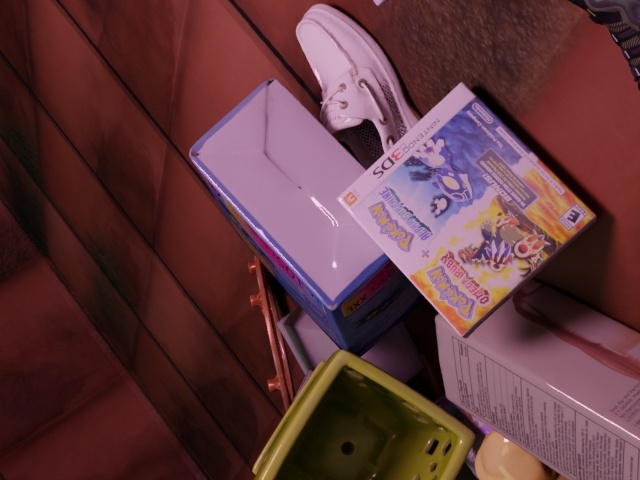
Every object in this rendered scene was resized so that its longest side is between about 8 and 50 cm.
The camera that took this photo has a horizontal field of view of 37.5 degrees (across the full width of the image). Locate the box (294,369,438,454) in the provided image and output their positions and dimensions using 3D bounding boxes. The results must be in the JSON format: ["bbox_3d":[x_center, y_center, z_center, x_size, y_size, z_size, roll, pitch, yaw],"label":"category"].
[{"bbox_3d":[0.070,0.302,1.536,0.231,0.056,0.183,27,164,9],"label":"box"}]

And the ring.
[{"bbox_3d":[-0.082,0.178,1.628,0.336,0.032,0.336,167,90,-89],"label":"ring"}]

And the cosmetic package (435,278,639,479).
[{"bbox_3d":[0.283,0.167,1.060,0.296,0.129,0.153,31,146,41],"label":"cosmetic package"}]

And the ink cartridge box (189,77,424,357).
[{"bbox_3d":[0.000,0.000,1.254,0.270,0.151,0.395,47,174,18],"label":"ink cartridge box"}]

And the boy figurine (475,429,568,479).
[{"bbox_3d":[0.307,0.338,1.145,0.285,0.177,0.092,37,145,-2],"label":"boy figurine"}]

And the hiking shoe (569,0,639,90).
[{"bbox_3d":[0.265,-0.161,0.755,0.227,0.086,0.114,38,146,32],"label":"hiking shoe"}]

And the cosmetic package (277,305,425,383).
[{"bbox_3d":[0.044,0.167,1.513,0.238,0.107,0.127,2,123,56],"label":"cosmetic package"}]

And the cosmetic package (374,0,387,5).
[{"bbox_3d":[0.079,-0.361,0.788,0.224,0.138,0.224,58,154,0],"label":"cosmetic package"}]

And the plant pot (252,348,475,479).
[{"bbox_3d":[0.044,0.299,1.313,0.228,0.227,0.207,34,169,-5],"label":"plant pot"}]

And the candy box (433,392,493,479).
[{"bbox_3d":[0.255,0.276,1.305,0.196,0.070,0.165,52,154,10],"label":"candy box"}]

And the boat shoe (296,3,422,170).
[{"bbox_3d":[0.046,-0.157,1.131,0.277,0.096,0.098,55,155,4],"label":"boat shoe"}]

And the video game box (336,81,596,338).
[{"bbox_3d":[0.151,-0.033,0.998,0.205,0.187,0.048,48,-172,16],"label":"video game box"}]
